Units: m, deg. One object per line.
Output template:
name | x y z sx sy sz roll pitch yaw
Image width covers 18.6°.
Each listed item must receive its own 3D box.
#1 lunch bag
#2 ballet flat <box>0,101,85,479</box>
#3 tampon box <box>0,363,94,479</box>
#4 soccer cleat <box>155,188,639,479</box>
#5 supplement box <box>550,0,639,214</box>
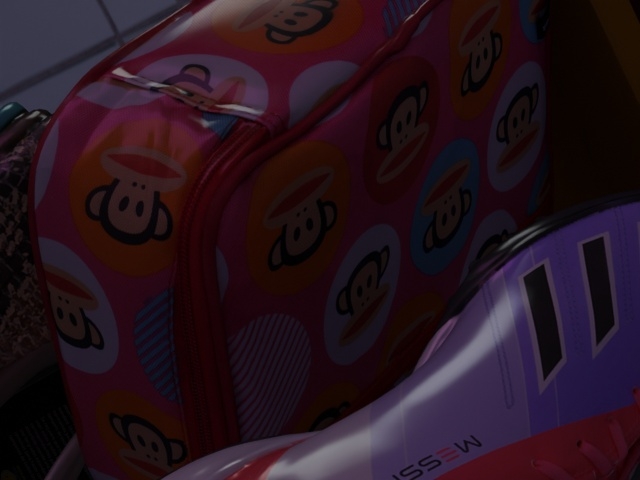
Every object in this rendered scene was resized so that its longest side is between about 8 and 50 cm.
lunch bag | 0.000 0.000 0.909 0.120 0.258 0.293 20 43 29
ballet flat | -0.241 0.137 0.907 0.483 0.182 0.164 -43 0 -20
tampon box | -0.156 0.122 1.070 0.161 0.101 0.120 -29 8 -12
soccer cleat | 0.066 0.079 0.677 0.318 0.108 0.116 -29 29 -35
supplement box | 0.203 -0.106 1.015 0.194 0.191 0.129 -30 8 -22
